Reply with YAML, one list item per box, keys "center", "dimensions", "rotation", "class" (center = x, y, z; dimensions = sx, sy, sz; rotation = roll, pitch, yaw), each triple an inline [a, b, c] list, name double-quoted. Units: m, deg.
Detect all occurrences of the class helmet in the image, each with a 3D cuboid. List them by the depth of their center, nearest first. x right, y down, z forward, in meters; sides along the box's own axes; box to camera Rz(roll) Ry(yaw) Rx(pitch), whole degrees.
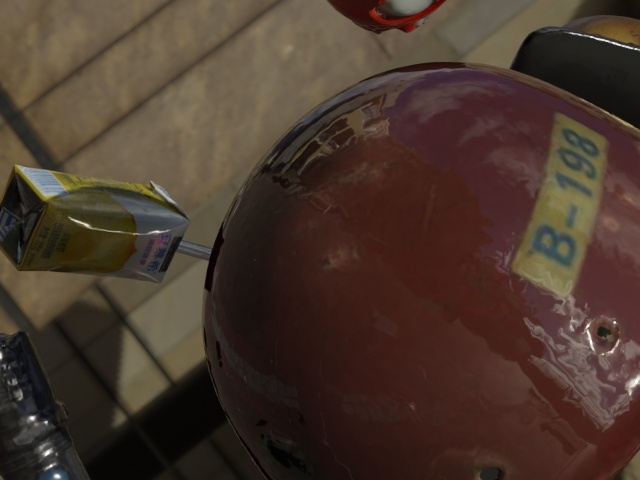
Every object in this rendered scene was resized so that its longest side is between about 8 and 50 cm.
- center: [0.057, 0.012, 0.996]
  dimensions: [0.230, 0.385, 0.337]
  rotation: [37, -38, -16]
  class: "helmet"

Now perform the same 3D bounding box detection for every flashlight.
- center: [-0.287, 0.301, 1.774]
  dimensions: [0.424, 0.103, 0.103]
  rotation: [66, -10, -7]
  class: "flashlight"

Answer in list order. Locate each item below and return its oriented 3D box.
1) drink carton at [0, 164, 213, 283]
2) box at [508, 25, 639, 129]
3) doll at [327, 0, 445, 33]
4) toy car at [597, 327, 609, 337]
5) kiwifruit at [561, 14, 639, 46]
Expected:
- center: [-0.165, -0.010, 1.302]
  dimensions: [0.200, 0.084, 0.074]
  rotation: [8, 24, -46]
  class: "drink carton"
- center: [0.280, -0.133, 1.672]
  dimensions: [0.042, 0.212, 0.201]
  rotation: [-94, -160, -45]
  class: "box"
- center: [0.071, -0.308, 1.597]
  dimensions: [0.160, 0.182, 0.363]
  rotation: [28, -21, 11]
  class: "doll"
- center: [0.267, 0.045, 1.288]
  dimensions: [0.306, 0.125, 0.136]
  rotation: [41, 40, -30]
  class: "toy car"
- center: [0.339, -0.160, 1.827]
  dimensions: [0.234, 0.196, 0.196]
  rotation: [20, 4, -23]
  class: "kiwifruit"
